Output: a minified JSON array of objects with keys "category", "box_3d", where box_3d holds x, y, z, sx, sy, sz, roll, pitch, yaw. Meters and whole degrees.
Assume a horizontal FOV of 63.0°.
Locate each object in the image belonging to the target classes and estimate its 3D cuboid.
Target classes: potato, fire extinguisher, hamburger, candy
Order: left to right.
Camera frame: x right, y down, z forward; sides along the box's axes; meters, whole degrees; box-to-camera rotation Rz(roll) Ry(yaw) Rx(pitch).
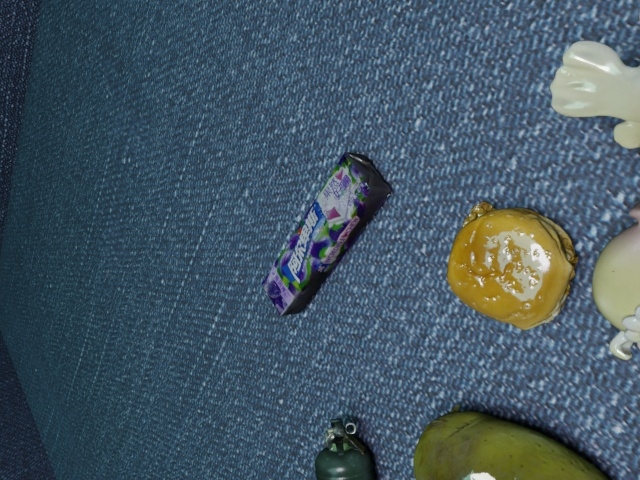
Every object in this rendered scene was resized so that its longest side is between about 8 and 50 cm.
[{"category":"candy","box_3d":[0.000,0.000,0.869,0.088,0.061,0.312,54,127,29]},{"category":"fire extinguisher","box_3d":[0.048,0.430,0.832,0.095,0.114,0.312,-9,85,4]},{"category":"hamburger","box_3d":[0.230,0.029,0.634,0.147,0.083,0.138,28,109,36]},{"category":"potato","box_3d":[0.229,0.305,0.622,0.248,0.143,0.170,14,94,34]}]

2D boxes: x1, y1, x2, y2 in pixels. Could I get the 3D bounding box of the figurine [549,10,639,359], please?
[{"category":"figurine","box_3d":[0.330,-0.069,0.463,0.274,0.226,0.395,25,125,26]}]
